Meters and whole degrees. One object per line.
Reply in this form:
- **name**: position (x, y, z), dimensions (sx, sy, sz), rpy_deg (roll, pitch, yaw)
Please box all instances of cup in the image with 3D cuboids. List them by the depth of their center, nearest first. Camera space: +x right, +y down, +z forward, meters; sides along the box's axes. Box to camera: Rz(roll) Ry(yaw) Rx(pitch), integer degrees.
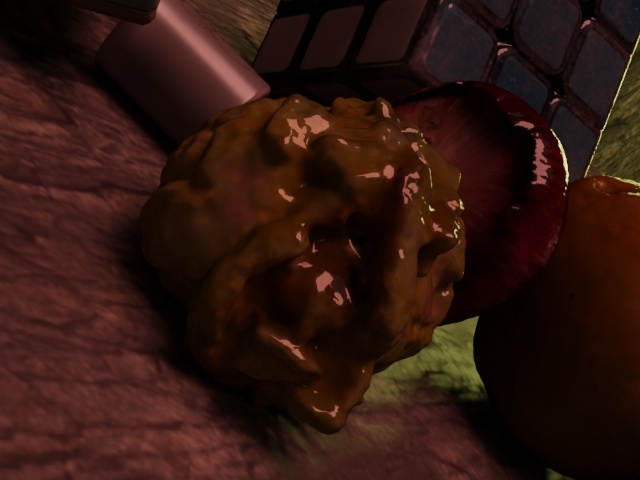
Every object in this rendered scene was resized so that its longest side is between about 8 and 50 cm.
- **cup**: position (-0.119, -0.153, 0.956), dimensions (0.133, 0.099, 0.136), rpy_deg (45, 21, -1)

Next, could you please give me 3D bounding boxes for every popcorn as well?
- **popcorn**: position (0.000, 0.000, 0.755), dimensions (0.259, 0.212, 0.259), rpy_deg (36, 15, -12)

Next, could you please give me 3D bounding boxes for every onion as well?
- **onion**: position (0.111, -0.027, 0.955), dimensions (0.161, 0.248, 0.248), rpy_deg (47, 17, -30)

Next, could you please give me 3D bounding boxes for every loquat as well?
- **loquat**: position (0.278, 0.082, 1.022), dimensions (0.276, 0.284, 0.276), rpy_deg (43, 9, -8)

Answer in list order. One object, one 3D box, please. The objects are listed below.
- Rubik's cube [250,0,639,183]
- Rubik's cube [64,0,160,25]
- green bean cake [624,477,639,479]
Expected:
- **Rubik's cube**: position (0.151, -0.238, 1.214), dimensions (0.305, 0.301, 0.303), rpy_deg (30, -13, -34)
- **Rubik's cube**: position (-0.207, -0.338, 0.840), dimensions (0.224, 0.231, 0.221), rpy_deg (14, 31, -9)
- **green bean cake**: position (0.369, 0.297, 1.063), dimensions (0.181, 0.094, 0.173), rpy_deg (44, 19, -7)
